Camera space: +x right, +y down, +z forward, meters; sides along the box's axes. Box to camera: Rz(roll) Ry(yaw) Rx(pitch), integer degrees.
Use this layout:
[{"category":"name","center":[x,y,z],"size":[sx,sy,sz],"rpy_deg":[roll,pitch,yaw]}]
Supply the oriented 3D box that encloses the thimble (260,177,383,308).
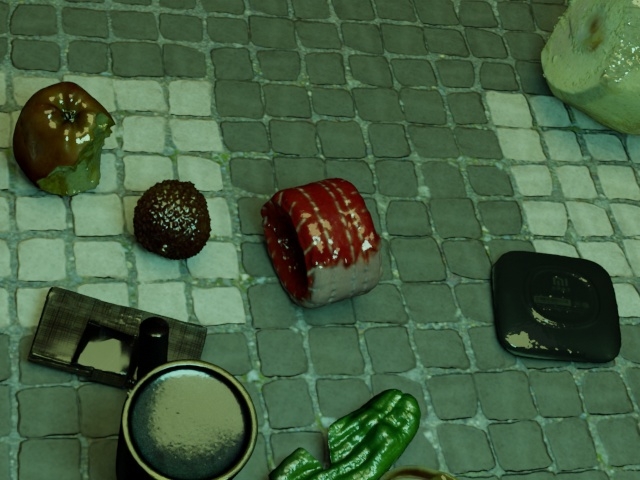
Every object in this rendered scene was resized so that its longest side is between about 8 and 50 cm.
[{"category":"thimble","center":[0.003,0.002,1.762],"size":[0.125,0.163,0.189],"rpy_deg":[-15,59,-24]}]

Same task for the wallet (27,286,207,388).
[{"category":"wallet","center":[-0.279,0.143,1.648],"size":[0.230,0.042,0.124],"rpy_deg":[17,50,-9]}]

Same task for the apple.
[{"category":"apple","center":[-0.386,-0.161,1.777],"size":[0.147,0.158,0.156],"rpy_deg":[39,57,17]}]

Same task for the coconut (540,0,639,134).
[{"category":"coconut","center":[0.563,-0.331,2.106],"size":[0.255,0.297,0.297],"rpy_deg":[15,49,-27]}]

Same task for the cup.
[{"category":"cup","center":[-0.172,0.228,1.512],"size":[0.166,0.177,0.239],"rpy_deg":[13,58,-9]}]

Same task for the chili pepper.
[{"category":"chili pepper","center":[0.038,0.295,1.604],"size":[0.253,0.083,0.099],"rpy_deg":[-33,66,-28]}]

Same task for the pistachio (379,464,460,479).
[{"category":"pistachio","center":[0.162,0.379,1.536],"size":[0.215,0.144,0.144],"rpy_deg":[38,52,4]}]

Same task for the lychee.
[{"category":"lychee","center":[-0.220,-0.033,1.752],"size":[0.123,0.123,0.129],"rpy_deg":[-2,59,-18]}]

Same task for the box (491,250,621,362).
[{"category":"box","center":[0.374,0.104,1.871],"size":[0.213,0.042,0.201],"rpy_deg":[8,50,-11]}]
